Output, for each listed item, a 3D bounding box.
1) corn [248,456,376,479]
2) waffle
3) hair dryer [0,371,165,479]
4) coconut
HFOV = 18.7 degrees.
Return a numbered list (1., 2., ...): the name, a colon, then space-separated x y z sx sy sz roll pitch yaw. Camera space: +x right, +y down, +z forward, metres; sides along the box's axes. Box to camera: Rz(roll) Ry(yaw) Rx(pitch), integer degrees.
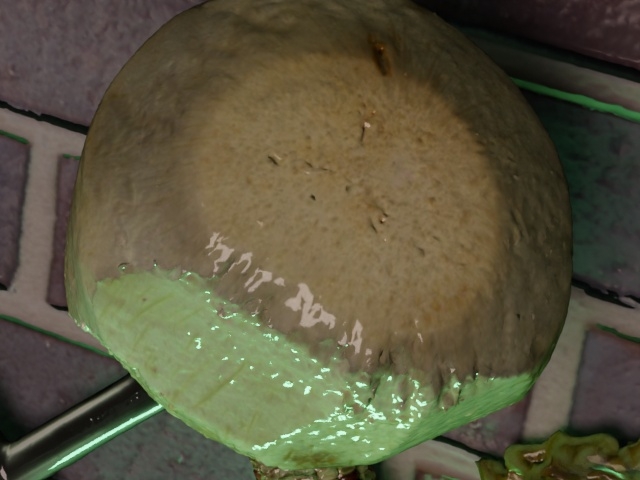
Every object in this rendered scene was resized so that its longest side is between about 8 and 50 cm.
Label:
1. corn: -0.019 0.168 1.678 0.098 0.098 0.289 -20 97 30
2. waffle: 0.240 0.262 1.611 0.204 0.054 0.223 -12 102 28
3. hair dryer: -0.273 0.128 1.810 0.284 0.155 0.320 -44 100 11
4. coconut: 0.000 0.000 1.457 0.415 0.415 0.344 42 79 6
